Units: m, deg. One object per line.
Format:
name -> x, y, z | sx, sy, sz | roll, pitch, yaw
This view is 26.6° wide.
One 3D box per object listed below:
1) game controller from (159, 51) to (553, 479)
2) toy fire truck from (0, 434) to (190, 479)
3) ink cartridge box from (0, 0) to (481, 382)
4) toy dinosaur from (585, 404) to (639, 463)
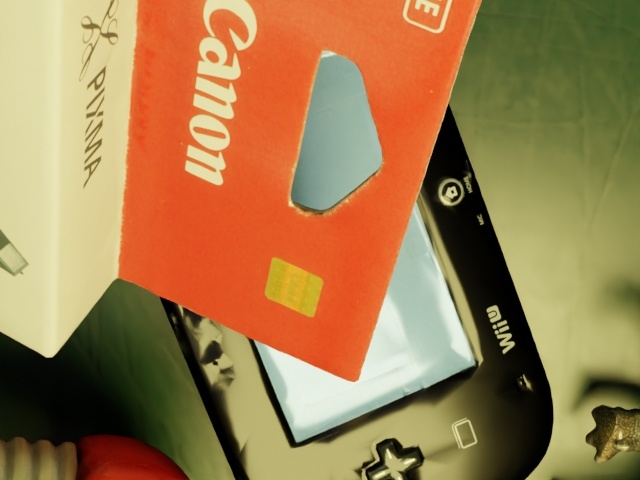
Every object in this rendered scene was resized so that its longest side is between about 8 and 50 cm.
game controller -> 0.000, 0.000, 0.669 | 0.166, 0.067, 0.319 | -21, 102, 1
toy fire truck -> -0.151, 0.107, 0.625 | 0.217, 0.158, 0.246 | 6, 90, -14
ink cartridge box -> -0.088, -0.060, 0.518 | 0.261, 0.066, 0.296 | 26, 141, 10
toy dinosaur -> 0.219, 0.131, 0.697 | 0.160, 0.121, 0.313 | 13, 95, -17
